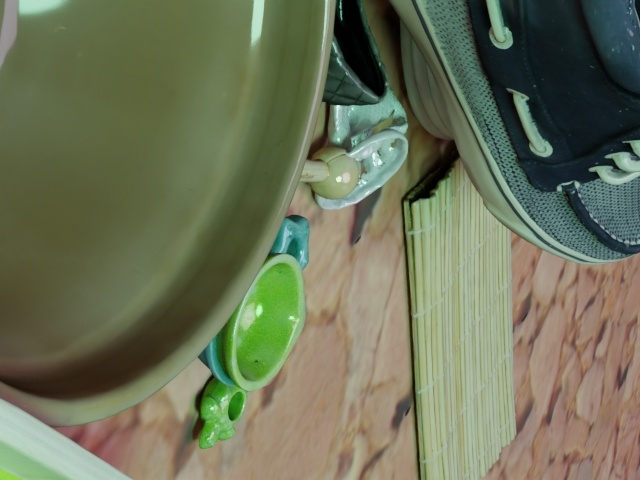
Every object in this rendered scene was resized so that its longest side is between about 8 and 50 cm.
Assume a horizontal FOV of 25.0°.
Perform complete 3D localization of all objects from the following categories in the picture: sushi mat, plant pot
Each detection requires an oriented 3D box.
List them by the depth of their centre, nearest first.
[{"bbox_3d":[-0.096,-0.069,0.458,0.237,0.109,0.237,-41,138,-51],"label":"plant pot"},{"bbox_3d":[0.105,0.066,1.030,0.151,0.019,0.317,-49,143,-45],"label":"sushi mat"}]

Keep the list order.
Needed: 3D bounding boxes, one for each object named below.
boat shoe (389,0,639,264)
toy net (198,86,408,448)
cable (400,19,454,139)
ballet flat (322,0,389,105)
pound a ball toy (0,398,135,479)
[{"bbox_3d":[0.151,-0.069,0.731,0.127,0.158,0.340,-53,138,-8],"label":"boat shoe"},{"bbox_3d":[0.000,0.000,0.756,0.232,0.045,0.122,-55,147,-37],"label":"toy net"},{"bbox_3d":[0.129,-0.176,0.879,0.257,0.089,0.257,-51,145,-39],"label":"cable"},{"bbox_3d":[0.007,-0.143,0.692,0.057,0.049,0.173,-52,145,-41],"label":"ballet flat"},{"bbox_3d":[-0.132,0.167,0.436,0.319,0.135,0.208,53,41,-63],"label":"pound a ball toy"}]
